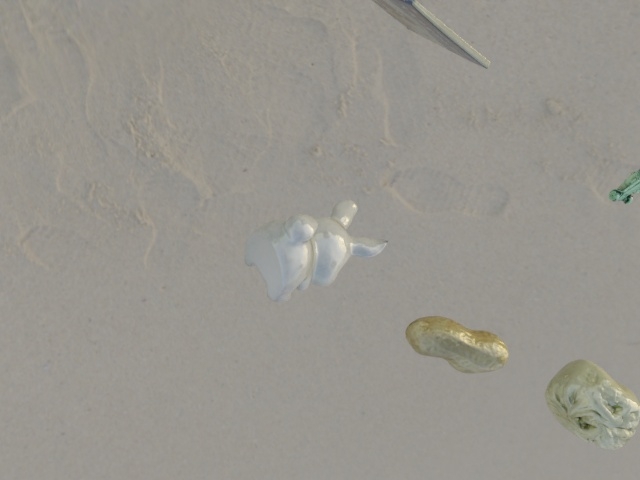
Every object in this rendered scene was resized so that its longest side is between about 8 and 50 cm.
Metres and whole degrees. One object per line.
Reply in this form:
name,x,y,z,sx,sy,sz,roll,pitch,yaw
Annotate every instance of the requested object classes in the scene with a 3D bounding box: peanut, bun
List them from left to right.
peanut,0.341,0.265,1.657,0.274,0.111,0.125,20,131,-8
bun,0.651,0.405,1.578,0.145,0.229,0.230,-38,141,-47

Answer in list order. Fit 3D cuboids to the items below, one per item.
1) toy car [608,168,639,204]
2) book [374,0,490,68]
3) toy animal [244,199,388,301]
toy car,0.870,-0.155,1.814,0.073,0.054,0.143,5,149,-25
book,0.180,-0.450,1.313,0.228,0.322,0.018,24,108,-34
toy animal,-0.007,0.006,1.734,0.367,0.196,0.241,-13,153,-42
